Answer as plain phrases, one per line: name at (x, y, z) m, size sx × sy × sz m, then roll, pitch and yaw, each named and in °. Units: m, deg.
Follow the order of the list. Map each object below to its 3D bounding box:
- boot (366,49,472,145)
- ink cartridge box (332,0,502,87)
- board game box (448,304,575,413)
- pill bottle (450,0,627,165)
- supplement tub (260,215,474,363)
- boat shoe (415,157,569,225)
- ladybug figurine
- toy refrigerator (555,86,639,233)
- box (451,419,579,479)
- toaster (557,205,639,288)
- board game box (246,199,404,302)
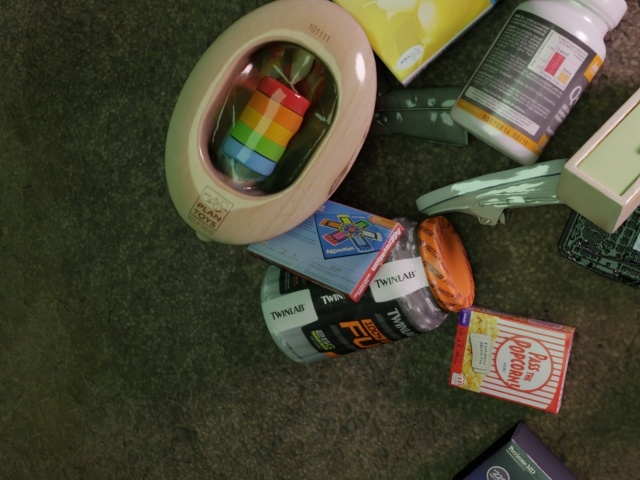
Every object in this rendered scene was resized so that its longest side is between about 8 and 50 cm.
boot at (0.162, -0.258, 1.332) m, size 0.208 × 0.076 × 0.190 m, roll 5°, pitch 112°, yaw 31°
ink cartridge box at (0.155, -0.469, 1.253) m, size 0.303 × 0.072 × 0.307 m, roll -41°, pitch 90°, yaw 12°
board game box at (0.332, 0.203, 1.336) m, size 0.193 × 0.045 × 0.147 m, roll 11°, pitch 102°, yaw 23°
pill bottle at (0.339, -0.270, 1.190) m, size 0.162 × 0.162 × 0.278 m, roll 36°, pitch 102°, yaw 16°
supplement tub at (0.083, 0.084, 1.346) m, size 0.338 × 0.207 × 0.207 m, roll -20°, pitch 89°, yaw 27°
boat shoe at (0.295, -0.067, 1.292) m, size 0.267 × 0.096 × 0.088 m, roll -13°, pitch 88°, yaw 18°
ladybug figurine at (-0.086, -0.193, 1.296) m, size 0.305 × 0.162 × 0.449 m, roll 35°, pitch 100°, yaw -3°
toy refrigerator at (0.471, -0.147, 1.109) m, size 0.269 × 0.094 × 0.102 m, roll -43°, pitch 64°, yaw -13°
box at (0.372, 0.479, 1.330) m, size 0.261 × 0.103 × 0.184 m, roll 46°, pitch 111°, yaw 12°
toaster at (0.479, -0.017, 1.199) m, size 0.168 × 0.110 × 0.186 m, roll 24°, pitch 107°, yaw 21°
board game box at (0.000, 0.000, 1.303) m, size 0.281 × 0.027 × 0.145 m, roll 21°, pitch 73°, yaw 46°
